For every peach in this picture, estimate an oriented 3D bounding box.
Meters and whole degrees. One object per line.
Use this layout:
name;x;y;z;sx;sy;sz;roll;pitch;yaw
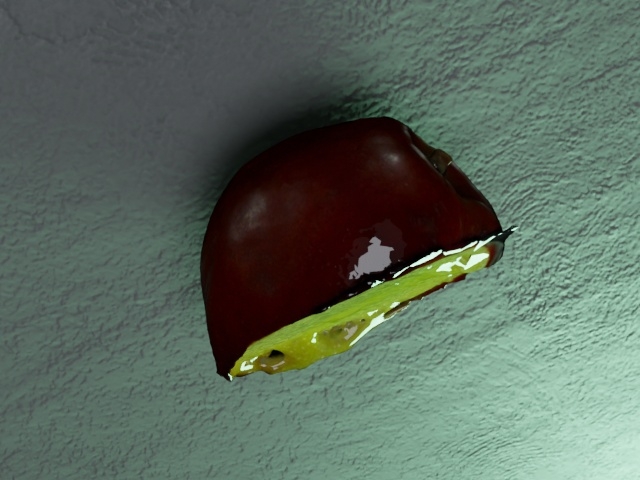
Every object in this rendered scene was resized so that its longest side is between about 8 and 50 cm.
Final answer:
peach;0.000;0.000;1.294;0.362;0.201;0.258;-33;163;26
